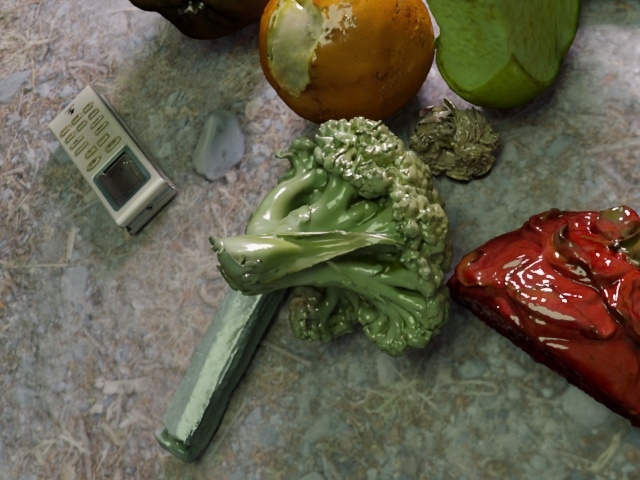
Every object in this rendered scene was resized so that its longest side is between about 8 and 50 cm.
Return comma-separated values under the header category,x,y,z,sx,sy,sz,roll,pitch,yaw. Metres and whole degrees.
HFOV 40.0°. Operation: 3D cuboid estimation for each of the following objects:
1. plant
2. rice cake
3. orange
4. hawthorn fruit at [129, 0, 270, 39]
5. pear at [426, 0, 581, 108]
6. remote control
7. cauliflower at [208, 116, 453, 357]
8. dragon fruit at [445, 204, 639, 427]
category,x,y,z,sx,sy,sz,roll,pitch,yaw
plant,0.181,-0.142,1.168,0.116,0.104,0.122,23,46,-2
rice cake,-0.120,0.138,1.188,0.066,0.063,0.336,24,80,35
orange,0.036,-0.268,1.193,0.240,0.240,0.240,-10,65,22
hawthorn fruit,-0.172,-0.474,1.369,0.267,0.268,0.301,-1,59,26
pear,0.233,-0.309,1.121,0.164,0.255,0.238,11,47,40
remote control,-0.341,-0.136,1.419,0.103,0.055,0.277,-44,57,4
cauliflower,0.015,0.006,1.071,0.281,0.260,0.327,-24,51,-8
dragon fruit,0.291,0.040,0.977,0.317,0.152,0.205,34,85,34
